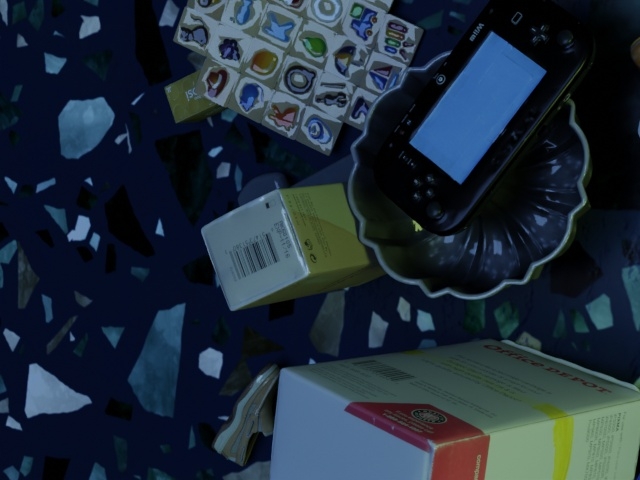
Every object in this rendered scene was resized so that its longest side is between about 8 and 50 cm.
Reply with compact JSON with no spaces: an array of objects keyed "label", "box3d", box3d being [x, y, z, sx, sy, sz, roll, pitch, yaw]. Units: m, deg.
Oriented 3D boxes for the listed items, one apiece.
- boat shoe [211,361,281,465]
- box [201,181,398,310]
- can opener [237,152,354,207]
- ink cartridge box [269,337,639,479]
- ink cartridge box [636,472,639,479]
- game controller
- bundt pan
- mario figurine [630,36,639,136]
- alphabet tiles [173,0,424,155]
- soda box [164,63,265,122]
[{"label":"boat shoe","box3d":[-0.095,0.267,2.238,0.072,0.068,0.190,38,125,12]},{"label":"box","box3d":[0.000,0.000,1.987,0.148,0.311,0.121,-26,80,34]},{"label":"can opener","box3d":[-0.019,-0.079,2.136,0.280,0.074,0.093,-22,83,33]},{"label":"ink cartridge box","box3d":[0.174,0.248,1.821,0.279,0.385,0.160,20,109,48]},{"label":"ink cartridge box","box3d":[0.484,0.391,1.822,0.165,0.065,0.332,-2,100,39]},{"label":"game controller","box3d":[0.201,-0.162,1.836,0.166,0.067,0.319,41,100,24]},{"label":"bundt pan","box3d":[0.207,-0.079,1.927,0.331,0.124,0.331,-3,82,24]},{"label":"mario figurine","box3d":[0.504,-0.134,1.721,0.198,0.170,0.320,-38,72,29]},{"label":"alphabet tiles","box3d":[-0.035,-0.294,2.103,0.342,0.011,0.285,26,111,11]},{"label":"soda box","box3d":[-0.146,-0.235,2.215,0.181,0.058,0.061,-21,84,34]}]
